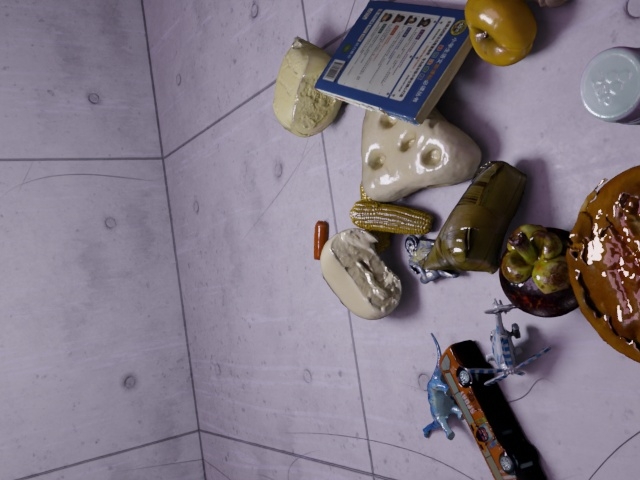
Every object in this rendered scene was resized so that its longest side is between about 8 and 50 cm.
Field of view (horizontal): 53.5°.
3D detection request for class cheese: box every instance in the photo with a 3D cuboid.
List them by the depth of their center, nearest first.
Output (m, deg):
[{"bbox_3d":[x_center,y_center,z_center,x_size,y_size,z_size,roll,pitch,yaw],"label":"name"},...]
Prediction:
[{"bbox_3d":[0.237,-0.285,1.599,0.351,0.129,0.329,-14,79,51],"label":"cheese"},{"bbox_3d":[0.112,0.096,1.770,0.266,0.127,0.233,53,156,5],"label":"cheese"}]

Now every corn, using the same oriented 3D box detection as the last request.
[{"bbox_3d":[0.188,-0.057,1.691,0.231,0.080,0.080,11,105,24],"label":"corn"},{"bbox_3d":[0.154,-0.079,1.790,0.080,0.080,0.238,-5,89,55],"label":"corn"}]

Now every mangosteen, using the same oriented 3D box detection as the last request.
[{"bbox_3d":[0.440,0.053,1.280,0.192,0.217,0.192,-28,48,36],"label":"mangosteen"}]

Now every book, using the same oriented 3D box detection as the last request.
[{"bbox_3d":[0.184,-0.465,1.602,0.300,0.039,0.428,-56,41,0],"label":"book"}]

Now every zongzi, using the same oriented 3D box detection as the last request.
[{"bbox_3d":[0.343,-0.049,1.485,0.260,0.122,0.289,-68,12,-7],"label":"zongzi"}]

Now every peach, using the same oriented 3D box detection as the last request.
[{"bbox_3d":[0.381,-0.453,1.351,0.179,0.103,0.179,49,175,5],"label":"peach"}]

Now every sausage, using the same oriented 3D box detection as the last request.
[{"bbox_3d":[0.000,0.000,2.053,0.041,0.039,0.131,19,111,55],"label":"sausage"}]

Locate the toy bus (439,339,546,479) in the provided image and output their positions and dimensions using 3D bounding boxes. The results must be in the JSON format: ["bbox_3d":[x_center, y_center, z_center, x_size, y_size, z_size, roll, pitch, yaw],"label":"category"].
[{"bbox_3d":[0.407,0.433,1.491,0.092,0.093,0.409,-53,52,47],"label":"toy bus"}]

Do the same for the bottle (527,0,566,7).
[{"bbox_3d":[0.435,-0.555,1.312,0.110,0.097,0.209,-40,52,-1],"label":"bottle"}]

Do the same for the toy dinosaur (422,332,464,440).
[{"bbox_3d":[0.318,0.410,1.631,0.144,0.076,0.329,37,135,55],"label":"toy dinosaur"}]

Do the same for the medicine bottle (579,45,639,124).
[{"bbox_3d":[0.553,-0.269,1.113,0.135,0.168,0.135,12,104,55],"label":"medicine bottle"}]

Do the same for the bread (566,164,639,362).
[{"bbox_3d":[0.606,0.044,1.059,0.358,0.204,0.337,25,112,47],"label":"bread"}]

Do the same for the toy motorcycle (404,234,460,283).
[{"bbox_3d":[0.284,0.057,1.639,0.193,0.061,0.124,17,112,53],"label":"toy motorcycle"}]

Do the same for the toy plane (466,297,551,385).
[{"bbox_3d":[0.388,0.215,1.392,0.181,0.273,0.107,-29,38,21],"label":"toy plane"}]

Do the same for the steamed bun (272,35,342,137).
[{"bbox_3d":[-0.032,-0.463,1.933,0.232,0.166,0.273,50,128,56],"label":"steamed bun"}]
